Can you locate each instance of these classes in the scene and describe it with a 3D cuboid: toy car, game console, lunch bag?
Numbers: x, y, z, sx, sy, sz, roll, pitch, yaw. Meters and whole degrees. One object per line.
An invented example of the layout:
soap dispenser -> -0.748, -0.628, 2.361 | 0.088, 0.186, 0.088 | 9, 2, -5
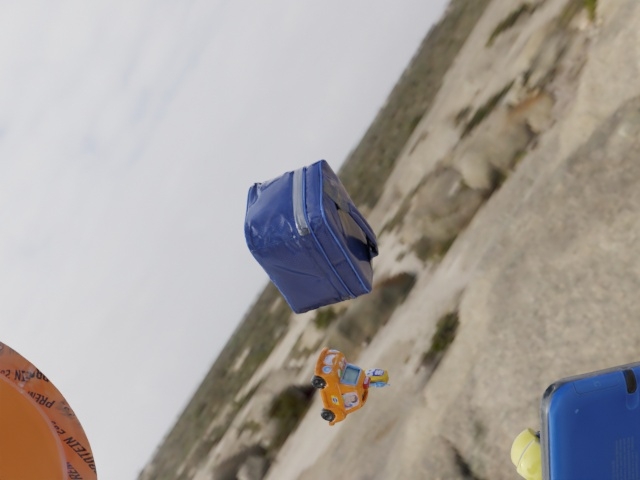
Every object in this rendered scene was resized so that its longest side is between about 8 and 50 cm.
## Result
toy car -> 0.333, 0.345, 1.400 | 0.239, 0.053, 0.225 | -9, 72, 42
game console -> 0.299, 0.248, 1.163 | 0.173, 0.250, 0.293 | -162, 66, -64
lunch bag -> 0.000, 0.000, 0.738 | 0.065, 0.098, 0.067 | -18, 42, 19
toy car -> 0.030, 0.104, 0.889 | 0.122, 0.041, 0.060 | -34, -62, -68

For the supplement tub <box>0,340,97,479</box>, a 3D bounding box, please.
supplement tub -> -0.268, 0.193, 0.589 | 0.316, 0.193, 0.193 | -45, 5, 24
